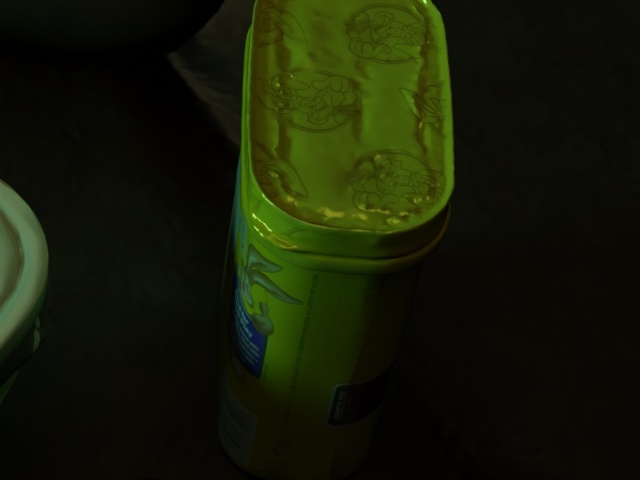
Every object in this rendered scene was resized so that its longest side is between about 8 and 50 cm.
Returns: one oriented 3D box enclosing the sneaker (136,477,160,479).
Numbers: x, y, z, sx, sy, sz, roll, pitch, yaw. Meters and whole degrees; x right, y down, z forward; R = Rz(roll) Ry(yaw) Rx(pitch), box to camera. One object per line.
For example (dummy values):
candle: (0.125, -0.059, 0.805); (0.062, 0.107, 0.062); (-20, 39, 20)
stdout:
sneaker: (-0.111, 0.131, 0.655); (0.162, 0.073, 0.063); (-35, 65, -31)

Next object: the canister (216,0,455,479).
canister: (0.000, 0.000, 0.715); (0.073, 0.170, 0.126); (4, 52, -6)

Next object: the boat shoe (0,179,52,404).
boat shoe: (-0.217, 0.095, 0.651); (0.305, 0.091, 0.109); (-41, 78, -20)
